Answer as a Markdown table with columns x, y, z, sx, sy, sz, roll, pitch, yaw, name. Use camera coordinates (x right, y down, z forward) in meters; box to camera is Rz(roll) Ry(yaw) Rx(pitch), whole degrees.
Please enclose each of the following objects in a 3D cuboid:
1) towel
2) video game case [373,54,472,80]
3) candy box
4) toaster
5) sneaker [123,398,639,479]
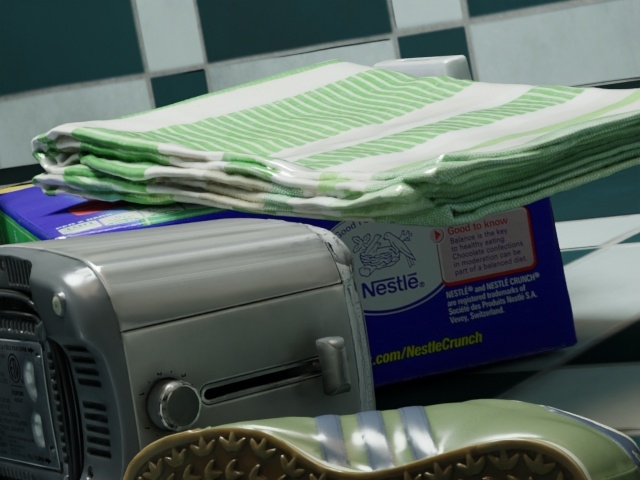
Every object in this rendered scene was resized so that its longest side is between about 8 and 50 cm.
| x | y | z | sx | sy | sz | roll | pitch | yaw | name |
| --- | --- | --- | --- | --- | --- | --- | --- | --- | --- |
| 0.032 | -0.058 | 1.032 | 0.247 | 0.038 | 0.324 | -17 | 15 | -38 | towel |
| 0.077 | -0.038 | 1.262 | 0.019 | 0.157 | 0.143 | -15 | 8 | -15 | video game case |
| -0.037 | 0.013 | 1.164 | 0.268 | 0.122 | 0.317 | -11 | 6 | -14 | candy box |
| -0.078 | 0.057 | 0.868 | 0.146 | 0.129 | 0.227 | -10 | 4 | -32 | toaster |
| 0.029 | 0.092 | 0.716 | 0.192 | 0.064 | 0.086 | -5 | 1 | 34 | sneaker |
